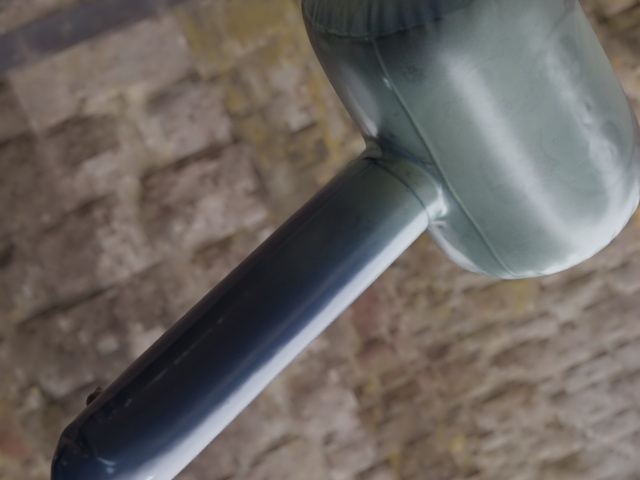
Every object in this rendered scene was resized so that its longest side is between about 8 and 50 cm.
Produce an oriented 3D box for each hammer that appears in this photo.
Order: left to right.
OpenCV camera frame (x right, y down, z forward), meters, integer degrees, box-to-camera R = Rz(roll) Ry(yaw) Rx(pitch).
[{"bbox_3d":[0.000,0.000,0.517,0.194,0.116,0.069,-44,-144,-15],"label":"hammer"}]
